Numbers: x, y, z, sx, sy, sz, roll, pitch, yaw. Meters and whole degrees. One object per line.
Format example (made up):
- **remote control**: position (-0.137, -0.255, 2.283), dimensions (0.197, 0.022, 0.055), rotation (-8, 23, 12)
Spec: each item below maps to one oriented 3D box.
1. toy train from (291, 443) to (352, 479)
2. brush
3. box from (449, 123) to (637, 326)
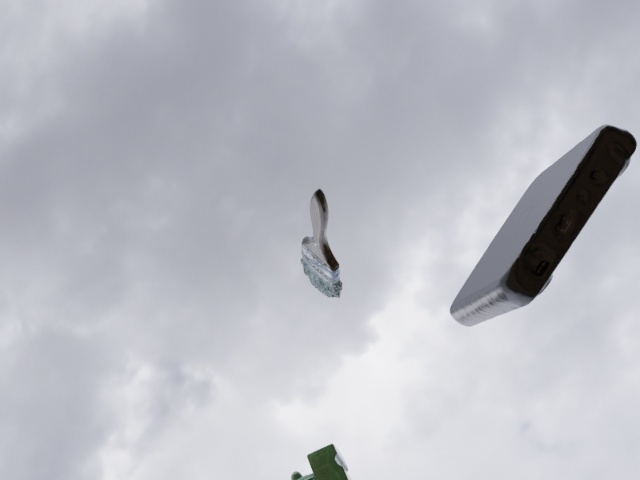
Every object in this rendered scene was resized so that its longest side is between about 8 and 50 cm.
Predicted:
- **toy train**: position (-0.042, 0.243, 0.766), dimensions (0.178, 0.071, 0.104), rotation (-25, -124, 1)
- **brush**: position (0.000, 0.000, 1.156), dimensions (0.021, 0.196, 0.070), rotation (-34, -120, -23)
- **box**: position (0.133, -0.004, 0.590), dimensions (0.027, 0.125, 0.126), rotation (36, -105, 1)
